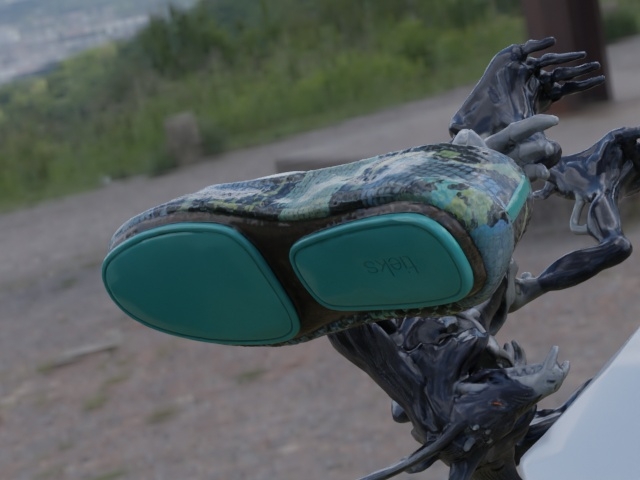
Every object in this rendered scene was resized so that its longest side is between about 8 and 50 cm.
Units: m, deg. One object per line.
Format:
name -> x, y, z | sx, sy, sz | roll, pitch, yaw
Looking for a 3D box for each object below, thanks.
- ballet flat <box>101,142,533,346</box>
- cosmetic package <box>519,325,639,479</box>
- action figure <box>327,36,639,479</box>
ballet flat -> 0.000, 0.000, 0.627 | 0.188, 0.070, 0.070 | -3, 12, 43
cosmetic package -> 0.171, 0.051, 0.305 | 0.138, 0.225, 0.224 | 28, 23, -18
action figure -> 0.099, 0.015, 0.807 | 0.141, 0.164, 0.276 | -31, 24, 40
